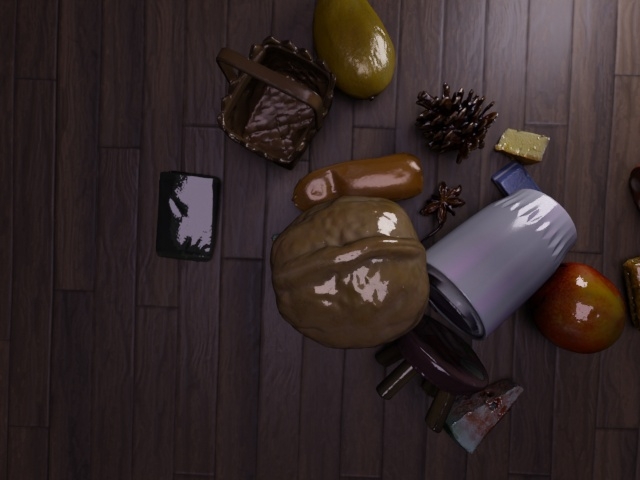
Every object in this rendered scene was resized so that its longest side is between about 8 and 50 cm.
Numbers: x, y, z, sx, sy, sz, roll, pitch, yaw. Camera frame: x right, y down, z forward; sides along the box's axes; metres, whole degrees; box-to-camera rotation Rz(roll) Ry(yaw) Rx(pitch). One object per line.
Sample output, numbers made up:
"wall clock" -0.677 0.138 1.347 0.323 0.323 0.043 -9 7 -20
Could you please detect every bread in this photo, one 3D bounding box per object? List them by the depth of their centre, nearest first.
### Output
"bread" 0.552 -0.266 1.178 0.109 0.080 0.084 26 89 -2
"bread" 0.907 0.149 1.183 0.113 0.083 0.211 -9 91 6

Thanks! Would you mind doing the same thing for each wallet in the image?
"wallet" -0.375 -0.067 1.211 0.168 0.052 0.246 7 96 0

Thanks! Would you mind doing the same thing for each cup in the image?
"cup" 0.437 0.056 1.098 0.371 0.253 0.253 -36 91 -10

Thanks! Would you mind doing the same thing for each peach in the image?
"peach" 0.665 0.174 1.121 0.230 0.231 0.231 0 91 1

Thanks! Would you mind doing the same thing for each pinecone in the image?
"pinecone" 0.344 -0.316 1.135 0.212 0.169 0.186 25 49 13

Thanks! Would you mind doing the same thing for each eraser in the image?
"eraser" 0.578 -0.111 1.203 0.082 0.036 0.225 -37 91 1

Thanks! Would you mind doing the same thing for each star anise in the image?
"star anise" 0.329 -0.075 1.196 0.097 0.070 0.191 39 93 27

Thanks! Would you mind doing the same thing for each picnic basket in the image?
"picnic basket" -0.107 -0.348 1.070 0.254 0.321 0.291 29 89 3

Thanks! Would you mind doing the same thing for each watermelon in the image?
"watermelon" 0.462 0.482 1.202 0.241 0.094 0.154 -40 98 -1

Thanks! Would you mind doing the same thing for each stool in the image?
"stool" 0.275 0.330 1.121 0.272 0.272 0.179 33 107 0

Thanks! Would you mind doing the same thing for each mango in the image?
"mango" 0.077 -0.529 1.154 0.195 0.142 0.332 -28 83 -3

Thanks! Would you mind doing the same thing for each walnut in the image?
"walnut" 0.066 0.074 1.008 0.380 0.381 0.382 0 91 1

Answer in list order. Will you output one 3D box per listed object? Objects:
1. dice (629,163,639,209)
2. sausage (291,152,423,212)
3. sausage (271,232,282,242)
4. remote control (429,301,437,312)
"dice" 0.954 -0.147 1.130 0.179 0.175 0.174 -21 92 0
"sausage" 0.095 -0.150 1.170 0.353 0.116 0.134 -9 105 4
"sausage" 0.000 0.000 1.192 0.263 0.083 0.083 -8 91 0
"remote control" 0.300 0.102 1.214 0.059 0.028 0.212 -30 92 -3
